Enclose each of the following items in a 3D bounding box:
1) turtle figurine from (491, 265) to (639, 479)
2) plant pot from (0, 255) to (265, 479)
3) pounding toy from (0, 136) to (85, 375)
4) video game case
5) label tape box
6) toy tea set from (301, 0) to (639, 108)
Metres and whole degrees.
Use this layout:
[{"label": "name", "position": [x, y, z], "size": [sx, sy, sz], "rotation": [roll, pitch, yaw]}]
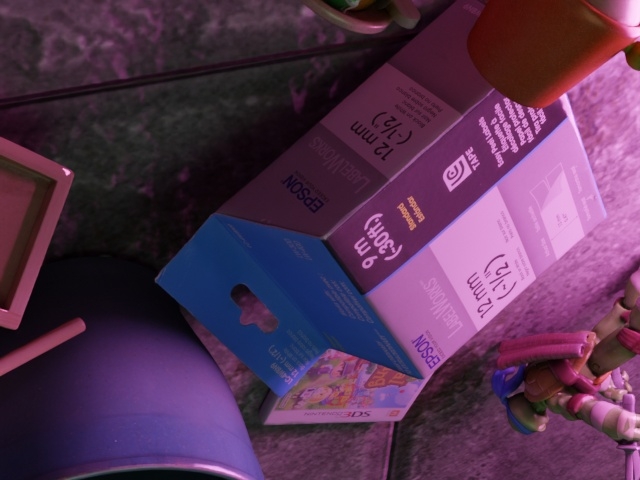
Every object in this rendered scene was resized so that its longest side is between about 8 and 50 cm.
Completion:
[{"label": "turtle figurine", "position": [0.366, 0.169, 1.141], "size": [0.197, 0.275, 0.266], "rotation": [5, 125, -50]}, {"label": "plant pot", "position": [-0.195, 0.165, 0.848], "size": [0.271, 0.255, 0.272], "rotation": [-11, 137, -10]}, {"label": "pounding toy", "position": [-0.269, 0.029, 0.721], "size": [0.181, 0.094, 0.206], "rotation": [27, 76, -42]}, {"label": "video game case", "position": [0.052, 0.140, 1.114], "size": [0.193, 0.023, 0.212], "rotation": [4, 132, -28]}, {"label": "label tape box", "position": [0.067, 0.000, 0.838], "size": [0.347, 0.115, 0.249], "rotation": [-43, 139, -6]}, {"label": "toy tea set", "position": [0.074, -0.214, 0.618], "size": [0.336, 0.200, 0.124], "rotation": [15, 135, -29]}]
